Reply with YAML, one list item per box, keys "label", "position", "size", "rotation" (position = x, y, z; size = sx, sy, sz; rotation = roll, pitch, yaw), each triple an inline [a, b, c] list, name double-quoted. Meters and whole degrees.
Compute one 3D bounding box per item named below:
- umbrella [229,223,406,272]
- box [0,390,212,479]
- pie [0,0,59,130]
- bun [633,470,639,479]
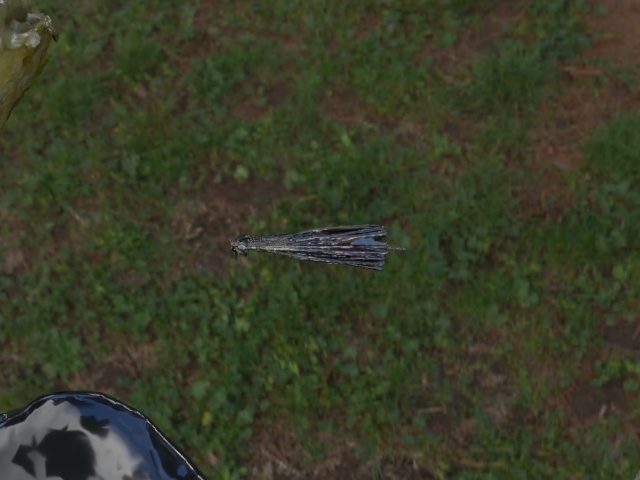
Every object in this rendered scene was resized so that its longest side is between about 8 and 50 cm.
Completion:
- label: "umbrella"
  position: [0.000, 0.002, 0.512]
  size: [0.083, 0.020, 0.031]
  rotation: [-4, 33, -16]
- label: "box"
  position: [-0.088, 0.282, 0.434]
  size: [0.350, 0.091, 0.359]
  rotation: [39, 87, 10]
- label: "pie"
  position: [-0.264, -0.037, 0.710]
  size: [0.282, 0.068, 0.128]
  rotation: [-48, 9, 9]
- label: "bun"
  position: [0.243, 0.239, 0.644]
  size: [0.146, 0.287, 0.287]
  rotation: [-3, 43, -24]
